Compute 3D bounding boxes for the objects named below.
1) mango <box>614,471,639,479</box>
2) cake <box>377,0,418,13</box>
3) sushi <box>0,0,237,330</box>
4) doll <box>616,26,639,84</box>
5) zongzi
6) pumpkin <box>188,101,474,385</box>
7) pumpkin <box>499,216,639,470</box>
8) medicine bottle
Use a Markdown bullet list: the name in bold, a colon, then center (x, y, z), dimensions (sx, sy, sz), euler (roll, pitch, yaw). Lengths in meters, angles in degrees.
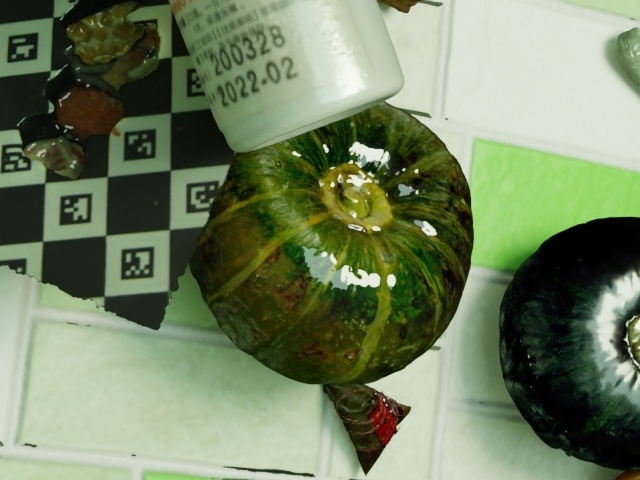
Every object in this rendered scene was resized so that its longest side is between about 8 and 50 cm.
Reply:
- **mango**: center (0.394, 0.256, 1.404), dimensions (0.289, 0.129, 0.146), euler (-7, 86, -32)
- **cake**: center (0.008, -0.345, 1.255), dimensions (0.293, 0.196, 0.198), euler (18, 79, -15)
- **sushi**: center (-0.175, -0.092, 1.186), dimensions (0.264, 0.050, 0.290), euler (19, 72, 17)
- **doll**: center (0.389, -0.192, 1.467), dimensions (0.214, 0.071, 0.103), euler (-16, 91, -20)
- **zongzi**: center (0.051, 0.153, 1.309), dimensions (0.073, 0.067, 0.083), euler (-34, 118, -34)
- **pumpkin**: center (-0.001, 0.002, 1.228), dimensions (0.260, 0.189, 0.260), euler (13, 57, -21)
- **pumpkin**: center (0.273, 0.092, 1.331), dimensions (0.233, 0.163, 0.233), euler (2, 77, -9)
- **medicine bottle**: center (-0.044, -0.200, 1.077), dimensions (0.144, 0.144, 0.252), euler (-20, 93, -24)
